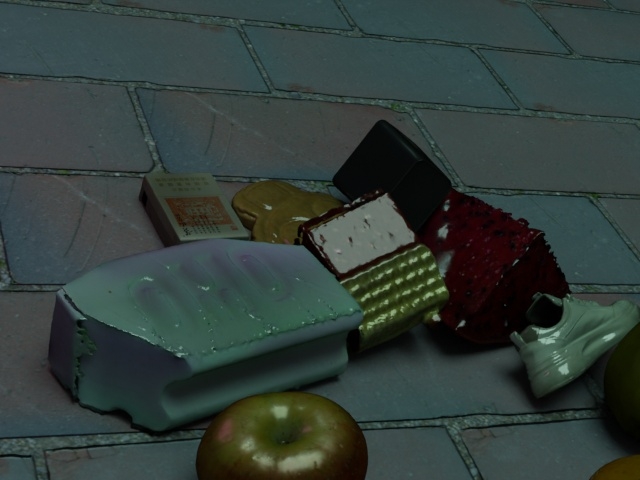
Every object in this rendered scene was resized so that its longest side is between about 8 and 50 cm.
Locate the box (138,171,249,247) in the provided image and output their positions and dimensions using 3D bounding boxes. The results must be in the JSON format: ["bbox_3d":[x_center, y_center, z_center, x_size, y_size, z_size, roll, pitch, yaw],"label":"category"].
[{"bbox_3d":[-0.231,-0.044,2.177,0.141,0.058,0.201,-3,40,-29],"label":"box"}]

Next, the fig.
[{"bbox_3d":[0.608,0.218,2.025,0.240,0.271,0.239,10,19,-3],"label":"fig"}]

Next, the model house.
[{"bbox_3d":[0.085,0.067,2.049,0.196,0.160,0.254,-25,64,-25],"label":"model house"}]

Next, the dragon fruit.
[{"bbox_3d":[0.308,0.010,2.203,0.302,0.240,0.330,8,40,-43],"label":"dragon fruit"}]

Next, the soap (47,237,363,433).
[{"bbox_3d":[-0.186,0.133,1.868,0.446,0.156,0.261,-13,46,-37],"label":"soap"}]

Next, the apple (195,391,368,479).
[{"bbox_3d":[-0.054,0.315,1.668,0.235,0.173,0.210,9,39,1],"label":"apple"}]

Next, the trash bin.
[{"bbox_3d":[0.137,-0.111,2.281,0.115,0.165,0.225,36,8,-24],"label":"trash bin"}]

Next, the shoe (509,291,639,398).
[{"bbox_3d":[0.440,0.150,2.131,0.159,0.124,0.316,52,45,6],"label":"shoe"}]

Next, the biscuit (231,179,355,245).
[{"bbox_3d":[0.001,-0.004,2.243,0.376,0.051,0.269,33,38,18],"label":"biscuit"}]

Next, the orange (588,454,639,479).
[{"bbox_3d":[0.484,0.419,1.764,0.219,0.193,0.219,26,20,-10],"label":"orange"}]
